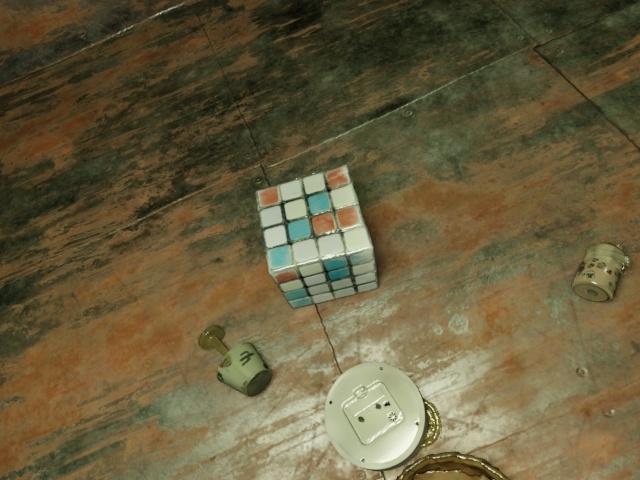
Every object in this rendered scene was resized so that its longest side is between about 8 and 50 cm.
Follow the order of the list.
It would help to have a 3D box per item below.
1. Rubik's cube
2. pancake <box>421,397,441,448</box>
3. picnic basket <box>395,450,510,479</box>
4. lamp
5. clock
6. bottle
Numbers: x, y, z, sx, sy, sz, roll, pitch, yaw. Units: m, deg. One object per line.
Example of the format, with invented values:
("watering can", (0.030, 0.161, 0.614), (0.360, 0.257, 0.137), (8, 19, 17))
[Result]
("Rubik's cube", (0.000, -0.001, 1.199), (0.259, 0.256, 0.253), (-14, 61, 6))
("pancake", (0.227, 0.421, 1.067), (0.115, 0.011, 0.114), (-5, 64, 9))
("picnic basket", (0.244, 0.557, 0.818), (0.293, 0.337, 0.337), (-5, 62, 10))
("lamp", (-0.224, 0.300, 1.171), (0.215, 0.121, 0.121), (33, 74, 35))
("clock", (0.126, 0.399, 1.053), (0.231, 0.083, 0.230), (-8, 58, 14))
("bottle", (0.679, 0.066, 1.109), (0.099, 0.099, 0.152), (27, 68, 23))
